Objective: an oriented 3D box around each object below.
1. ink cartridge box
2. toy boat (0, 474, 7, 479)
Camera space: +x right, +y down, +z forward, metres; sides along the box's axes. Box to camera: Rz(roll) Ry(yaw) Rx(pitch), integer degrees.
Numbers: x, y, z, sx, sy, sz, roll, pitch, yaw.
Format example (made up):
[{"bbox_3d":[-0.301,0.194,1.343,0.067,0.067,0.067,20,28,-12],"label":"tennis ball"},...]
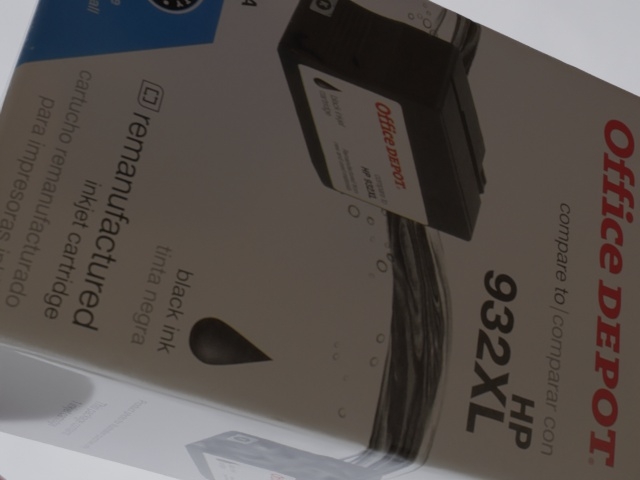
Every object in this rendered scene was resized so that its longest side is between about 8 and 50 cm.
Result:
[{"bbox_3d":[0.000,0.000,0.491,0.308,0.129,0.223,20,-119,-18],"label":"ink cartridge box"},{"bbox_3d":[-0.169,0.178,0.393,0.151,0.151,0.231,11,-158,13],"label":"toy boat"}]
